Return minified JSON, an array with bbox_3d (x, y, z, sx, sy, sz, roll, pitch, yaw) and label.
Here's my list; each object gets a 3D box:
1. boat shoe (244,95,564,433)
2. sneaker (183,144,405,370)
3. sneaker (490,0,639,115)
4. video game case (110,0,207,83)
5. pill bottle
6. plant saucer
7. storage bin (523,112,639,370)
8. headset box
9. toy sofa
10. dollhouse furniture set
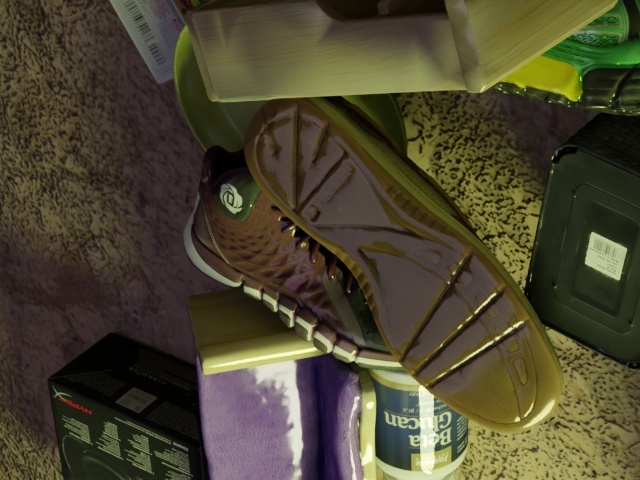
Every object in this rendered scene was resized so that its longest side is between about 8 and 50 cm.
[{"bbox_3d":[0.084,0.006,1.488,0.342,0.123,0.123,46,118,7],"label":"boat shoe"},{"bbox_3d":[0.000,0.000,1.574,0.281,0.106,0.162,24,137,18],"label":"sneaker"},{"bbox_3d":[0.125,-0.192,1.390,0.343,0.134,0.146,16,97,40],"label":"sneaker"},{"bbox_3d":[-0.137,-0.272,1.616,0.206,0.026,0.227,-20,102,47],"label":"video game case"},{"bbox_3d":[0.091,0.164,1.664,0.094,0.094,0.169,19,129,31],"label":"pill bottle"},{"bbox_3d":[-0.021,-0.120,1.589,0.241,0.037,0.241,22,138,22],"label":"plant saucer"},{"bbox_3d":[0.244,-0.003,1.422,0.122,0.084,0.180,28,134,25],"label":"storage bin"},{"bbox_3d":[-0.170,0.275,1.959,0.218,0.110,0.293,19,129,32],"label":"headset box"},{"bbox_3d":[-0.033,0.229,1.722,0.177,0.150,0.362,-109,13,-56],"label":"toy sofa"},{"bbox_3d":[0.008,-0.306,1.194,0.256,0.362,0.394,1,115,41],"label":"dollhouse furniture set"}]
